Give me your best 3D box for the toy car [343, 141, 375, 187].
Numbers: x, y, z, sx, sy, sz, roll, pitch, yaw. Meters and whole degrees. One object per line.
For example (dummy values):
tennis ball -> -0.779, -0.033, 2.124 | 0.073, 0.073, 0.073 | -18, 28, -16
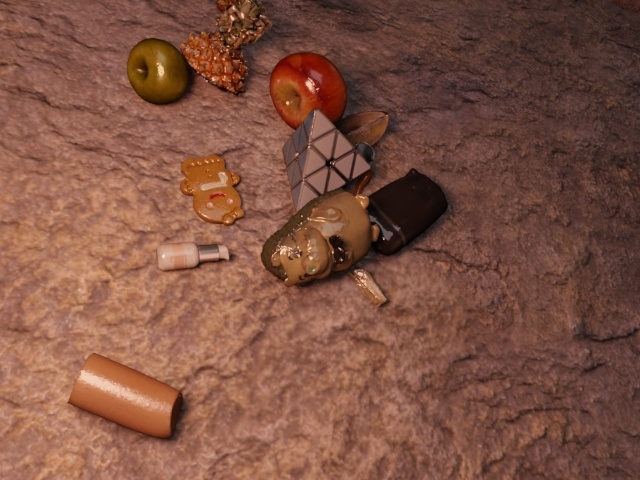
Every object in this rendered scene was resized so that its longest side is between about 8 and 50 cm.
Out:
toy car -> 0.104, -0.259, 1.683 | 0.205, 0.056, 0.095 | -43, 98, -24

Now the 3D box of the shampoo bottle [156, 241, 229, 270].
shampoo bottle -> -0.353, 0.038, 1.364 | 0.192, 0.074, 0.074 | -7, 67, -22

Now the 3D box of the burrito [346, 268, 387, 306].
burrito -> 0.146, 0.138, 1.511 | 0.055, 0.041, 0.149 | -38, 81, -17

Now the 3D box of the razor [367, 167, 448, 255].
razor -> 0.273, -0.103, 1.639 | 0.349, 0.113, 0.204 | -36, 78, -30

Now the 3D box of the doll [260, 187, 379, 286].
doll -> 0.000, 0.000, 1.418 | 0.350, 0.247, 0.247 | -27, 75, -19

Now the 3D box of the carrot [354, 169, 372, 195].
carrot -> 0.145, -0.196, 1.689 | 0.035, 0.035, 0.142 | 32, 64, -2

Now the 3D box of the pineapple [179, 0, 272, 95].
pineapple -> -0.280, -0.659, 1.591 | 0.262, 0.271, 0.262 | 32, 30, -22

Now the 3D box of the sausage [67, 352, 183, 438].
sausage -> -0.439, 0.365, 1.140 | 0.253, 0.123, 0.123 | 25, 59, -7

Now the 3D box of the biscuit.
biscuit -> -0.327, -0.154, 1.495 | 0.184, 0.035, 0.248 | -13, 70, -25

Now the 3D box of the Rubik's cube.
Rubik's cube -> -0.010, -0.253, 1.530 | 0.228, 0.229, 0.233 | 57, 21, -1

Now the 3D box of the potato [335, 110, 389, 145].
potato -> 0.115, -0.376, 1.753 | 0.261, 0.100, 0.120 | -26, 38, -14

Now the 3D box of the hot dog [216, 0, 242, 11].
hot dog -> -0.319, -0.892, 1.858 | 0.147, 0.065, 0.099 | 14, 70, -15

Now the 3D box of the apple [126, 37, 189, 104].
apple -> -0.503, -0.524, 1.535 | 0.157, 0.196, 0.196 | -16, 69, -52

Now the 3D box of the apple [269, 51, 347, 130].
apple -> -0.034, -0.501, 1.653 | 0.272, 0.251, 0.206 | 38, 52, 16
